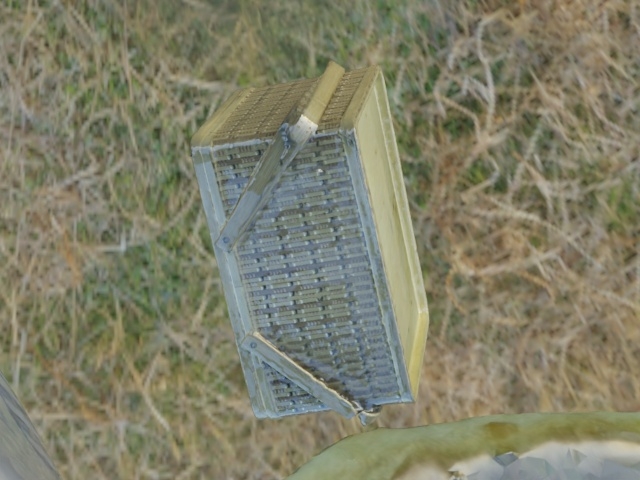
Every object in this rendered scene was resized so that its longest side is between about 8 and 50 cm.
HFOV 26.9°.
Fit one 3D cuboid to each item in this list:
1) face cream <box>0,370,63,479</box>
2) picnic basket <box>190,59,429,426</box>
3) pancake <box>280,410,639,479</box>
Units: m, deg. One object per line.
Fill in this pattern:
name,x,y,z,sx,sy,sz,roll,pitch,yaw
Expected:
face cream,-0.160,-0.023,0.298,0.137,0.235,0.420,-39,147,-9
picnic basket,0.000,0.000,0.668,0.079,0.115,0.164,-8,108,12
pancake,0.059,0.153,0.290,0.254,0.253,0.037,1,163,-11
